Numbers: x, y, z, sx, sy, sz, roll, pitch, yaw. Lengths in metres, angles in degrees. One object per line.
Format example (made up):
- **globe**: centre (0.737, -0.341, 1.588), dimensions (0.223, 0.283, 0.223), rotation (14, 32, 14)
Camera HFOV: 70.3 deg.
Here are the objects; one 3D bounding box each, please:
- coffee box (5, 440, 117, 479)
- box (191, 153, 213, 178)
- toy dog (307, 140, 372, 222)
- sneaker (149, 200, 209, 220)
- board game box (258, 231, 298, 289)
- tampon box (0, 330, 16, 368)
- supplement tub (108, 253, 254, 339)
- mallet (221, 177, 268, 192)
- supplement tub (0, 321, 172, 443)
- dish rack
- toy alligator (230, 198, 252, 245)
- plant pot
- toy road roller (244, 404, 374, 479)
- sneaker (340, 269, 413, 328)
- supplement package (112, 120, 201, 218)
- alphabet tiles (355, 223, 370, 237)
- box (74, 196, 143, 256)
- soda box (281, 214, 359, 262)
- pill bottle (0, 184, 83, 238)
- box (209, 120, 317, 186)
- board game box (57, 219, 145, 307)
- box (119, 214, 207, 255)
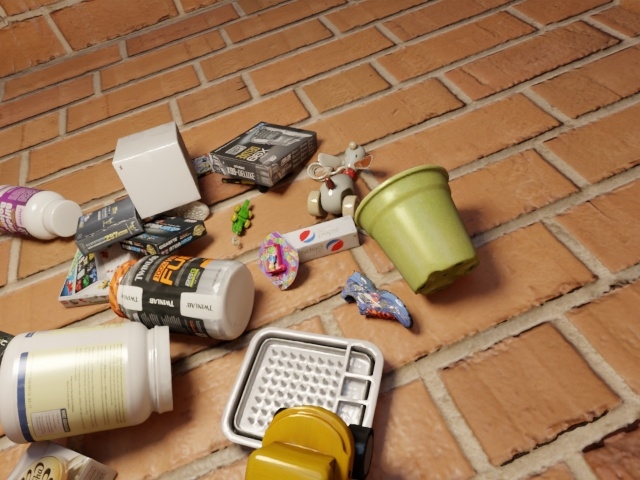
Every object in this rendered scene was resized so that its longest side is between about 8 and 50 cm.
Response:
- **coffee box**: centre (-0.600, 0.593, 0.947), dimensions (0.168, 0.118, 0.297), rotation (10, 53, 22)
- **box**: centre (-0.468, -0.262, 1.679), dimensions (0.137, 0.027, 0.094), rotation (-24, 51, -7)
- **toy dog**: centre (0.059, -0.209, 1.422), dimensions (0.220, 0.161, 0.333), rotation (-9, 48, 5)
- **sneaker**: centre (-0.477, -0.120, 1.532), dimensions (0.235, 0.090, 0.094), rotation (5, 43, 15)
- **board game box**: centre (-0.131, 0.056, 1.282), dimensions (0.033, 0.133, 0.169), rotation (1, 32, -48)
- **tampon box**: centre (-0.901, 0.318, 1.253), dimensions (0.161, 0.101, 0.120), rotation (11, 55, 20)
- **supplement tub**: centre (-0.365, 0.144, 1.205), dimensions (0.338, 0.207, 0.207), rotation (3, 52, 15)
- **mallet**: centre (-0.262, -0.197, 1.580), dimensions (0.190, 0.062, 0.039), rotation (3, 49, 34)
- **supplement tub**: centre (-0.511, 0.312, 1.036), dimensions (0.325, 0.235, 0.235), rotation (-3, 47, -19)
- **dish rack**: centre (-0.034, 0.354, 1.046), dimensions (0.333, 0.072, 0.285), rotation (6, 54, 17)
- **toy alligator**: centre (-0.263, -0.052, 1.449), dimensions (0.051, 0.056, 0.189), rotation (-34, 36, 43)
- **plant pot**: centre (0.265, -0.009, 1.166), dimensions (0.276, 0.276, 0.253), rotation (-23, 64, -6)
- **toy road roller**: centre (-0.039, 0.460, 0.795), dimensions (0.203, 0.240, 0.329), rotation (7, 79, 18)
- **sneaker**: centre (0.143, 0.167, 1.166), dimensions (0.221, 0.083, 0.087), rotation (31, 77, 38)
- **supplement package**: centre (-0.525, -0.236, 1.475), dimensions (0.199, 0.198, 0.262), rotation (-21, 32, -8)
- **alphabet tiles**: centre (0.234, -0.060, 1.366), dimensions (0.237, 0.009, 0.198), rotation (29, 62, 30)
- **box**: centre (-0.655, -0.052, 1.413), dimensions (0.184, 0.059, 0.233), rotation (-25, 30, -13)
- **soda box**: centre (0.000, 0.000, 1.326), dimensions (0.216, 0.073, 0.069), rotation (-16, 50, 0)
- **pill bottle**: centre (-0.982, -0.094, 1.567), dimensions (0.302, 0.169, 0.169), rotation (9, 54, 20)
- **box**: centre (-0.190, -0.306, 1.570), dimensions (0.243, 0.076, 0.307), rotation (17, 41, 25)
- **board game box**: centre (-0.685, 0.062, 1.446), dimensions (0.193, 0.053, 0.305), rotation (-7, 50, 6)
- **box**: centre (-0.486, -0.016, 1.396), dimensions (0.220, 0.051, 0.175), rotation (9, 31, 38)
